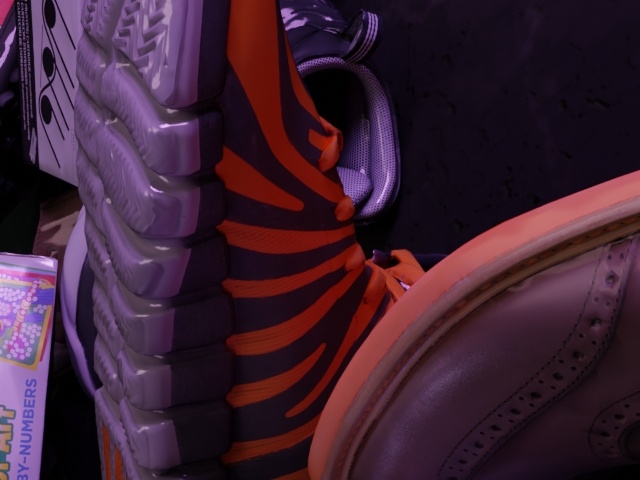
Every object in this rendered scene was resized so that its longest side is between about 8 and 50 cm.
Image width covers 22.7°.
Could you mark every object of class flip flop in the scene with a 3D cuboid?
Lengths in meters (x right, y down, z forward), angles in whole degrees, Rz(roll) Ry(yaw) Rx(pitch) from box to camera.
[{"bbox_3d":[-0.155,0.012,1.010,0.277,0.080,0.112,-32,50,48],"label":"flip flop"}]

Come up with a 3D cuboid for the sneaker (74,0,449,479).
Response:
[{"bbox_3d":[0.000,0.000,0.649,0.124,0.180,0.321,-123,30,-53],"label":"sneaker"}]

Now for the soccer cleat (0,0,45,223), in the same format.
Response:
[{"bbox_3d":[-0.250,-0.029,0.993,0.116,0.108,0.318,21,88,15],"label":"soccer cleat"}]

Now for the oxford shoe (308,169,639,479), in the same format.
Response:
[{"bbox_3d":[0.127,0.038,0.491,0.364,0.130,0.132,-40,68,43],"label":"oxford shoe"}]

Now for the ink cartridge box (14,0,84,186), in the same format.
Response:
[{"bbox_3d":[-0.136,-0.138,0.900,0.097,0.046,0.207,22,116,55],"label":"ink cartridge box"}]

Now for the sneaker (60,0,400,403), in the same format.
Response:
[{"bbox_3d":[-0.048,-0.013,0.831,0.153,0.101,0.268,35,105,58],"label":"sneaker"}]

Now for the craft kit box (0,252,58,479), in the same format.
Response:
[{"bbox_3d":[-0.189,0.168,0.923,0.246,0.061,0.249,107,165,-65],"label":"craft kit box"}]
